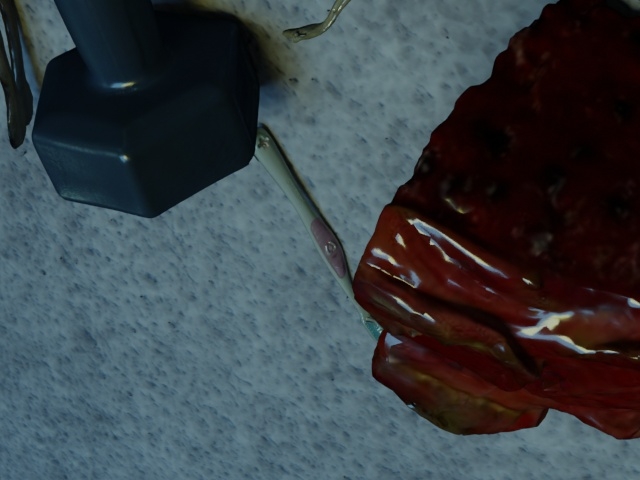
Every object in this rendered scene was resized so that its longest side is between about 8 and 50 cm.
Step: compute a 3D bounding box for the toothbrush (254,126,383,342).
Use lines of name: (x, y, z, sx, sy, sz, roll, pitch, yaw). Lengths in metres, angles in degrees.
toothbrush: (0.000, 0.000, 1.284, 0.022, 0.017, 0.204, 10, 140, 51)

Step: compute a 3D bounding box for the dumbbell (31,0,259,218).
dumbbell: (-0.139, -0.168, 1.095, 0.143, 0.156, 0.316, 47, 162, 47)

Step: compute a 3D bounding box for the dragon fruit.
dragon fruit: (0.166, 0.072, 1.029, 0.286, 0.228, 0.329, 31, 144, 7)

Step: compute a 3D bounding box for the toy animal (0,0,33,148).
toy animal: (-0.318, -0.216, 1.224, 0.284, 0.225, 0.302, 17, 134, -3)

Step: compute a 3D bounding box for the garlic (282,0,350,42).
garlic: (0.090, -0.195, 0.804, 0.207, 0.207, 0.257, 22, 104, 22)
